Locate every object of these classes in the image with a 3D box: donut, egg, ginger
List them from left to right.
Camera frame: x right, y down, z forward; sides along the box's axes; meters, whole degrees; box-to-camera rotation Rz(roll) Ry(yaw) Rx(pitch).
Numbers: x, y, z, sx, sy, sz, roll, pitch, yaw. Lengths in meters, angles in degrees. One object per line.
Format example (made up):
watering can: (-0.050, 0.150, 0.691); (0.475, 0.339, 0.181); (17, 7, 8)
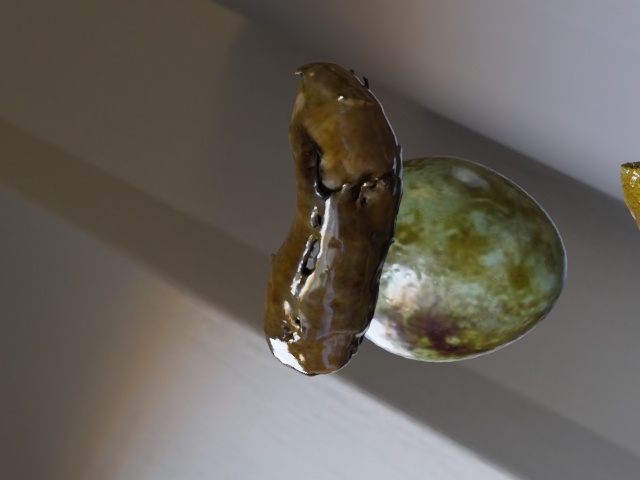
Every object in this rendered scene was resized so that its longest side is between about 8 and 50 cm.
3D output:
ginger: (0.006, 0.002, 1.283); (0.107, 0.133, 0.309); (-3, -65, -25)
egg: (0.147, 0.023, 1.694); (0.238, 0.289, 0.238); (-17, -69, -54)
donut: (0.207, -0.025, 0.873); (0.038, 0.083, 0.067); (-10, -28, -19)
